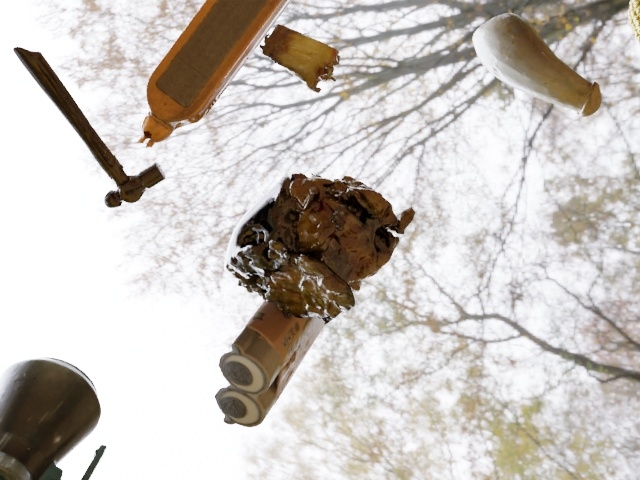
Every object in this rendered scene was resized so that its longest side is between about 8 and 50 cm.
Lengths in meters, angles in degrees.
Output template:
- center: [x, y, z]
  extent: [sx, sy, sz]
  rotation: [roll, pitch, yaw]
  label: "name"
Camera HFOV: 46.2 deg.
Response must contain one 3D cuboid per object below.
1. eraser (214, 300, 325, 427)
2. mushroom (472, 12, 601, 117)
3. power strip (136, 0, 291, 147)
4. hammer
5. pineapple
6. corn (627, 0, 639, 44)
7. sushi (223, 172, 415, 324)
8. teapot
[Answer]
- center: [-0.056, 0.137, 1.161]
  extent: [0.290, 0.087, 0.171]
  rotation: [-54, -22, -51]
  label: "eraser"
- center: [0.377, -0.307, 1.333]
  extent: [0.118, 0.270, 0.103]
  rotation: [-15, -37, -32]
  label: "mushroom"
- center: [-0.085, -0.144, 0.581]
  extent: [0.049, 0.028, 0.178]
  rotation: [37, -89, 8]
  label: "power strip"
- center: [-0.206, -0.102, 0.662]
  extent: [0.065, 0.021, 0.178]
  rotation: [-28, -51, 2]
  label: "hammer"
- center: [-0.034, -0.265, 1.083]
  extent: [0.116, 0.137, 0.069]
  rotation: [25, -82, -28]
  label: "pineapple"
- center: [0.491, -0.245, 0.998]
  extent: [0.093, 0.093, 0.244]
  rotation: [11, -127, -40]
  label: "corn"
- center: [0.005, 0.000, 1.030]
  extent: [0.213, 0.200, 0.204]
  rotation: [42, -118, -28]
  label: "sushi"
- center: [-0.433, 0.306, 1.134]
  extent: [0.203, 0.171, 0.225]
  rotation: [22, -148, -3]
  label: "teapot"
